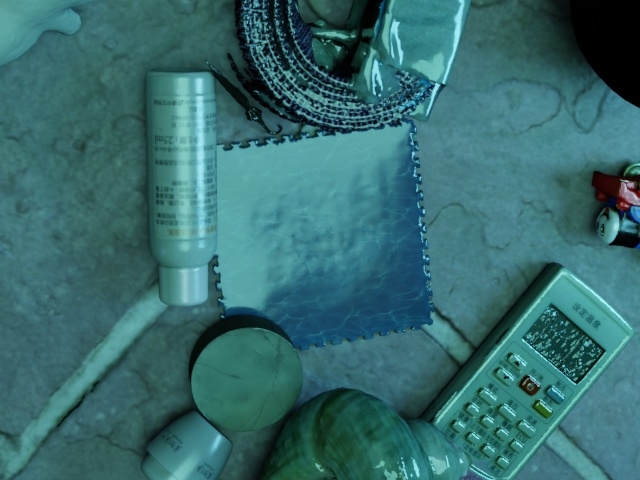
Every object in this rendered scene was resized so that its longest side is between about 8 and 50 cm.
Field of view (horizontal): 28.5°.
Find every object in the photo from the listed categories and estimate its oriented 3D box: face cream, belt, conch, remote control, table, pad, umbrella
[{"bbox_3d":[-0.156,0.255,1.482,0.091,0.091,0.095,43,83,-17],"label":"face cream"},{"bbox_3d":[0.038,-0.281,1.405,0.260,0.122,0.325,16,95,-8],"label":"belt"},{"bbox_3d":[0.044,0.278,1.476,0.277,0.195,0.220,-12,101,-10],"label":"conch"},{"bbox_3d":[0.237,0.198,1.580,0.145,0.050,0.344,39,90,-17],"label":"remote control"},{"bbox_3d":[-0.157,-0.058,1.423,0.082,0.082,0.269,-1,101,-13],"label":"face cream"},{"bbox_3d":[-0.089,0.157,1.493,0.133,0.043,0.133,-4,109,-10],"label":"table"},{"bbox_3d":[0.000,0.000,1.507,0.269,0.012,0.269,-11,104,-11],"label":"pad"},{"bbox_3d":[-0.091,-0.158,1.422,0.022,0.022,0.149,-27,138,23],"label":"umbrella"}]

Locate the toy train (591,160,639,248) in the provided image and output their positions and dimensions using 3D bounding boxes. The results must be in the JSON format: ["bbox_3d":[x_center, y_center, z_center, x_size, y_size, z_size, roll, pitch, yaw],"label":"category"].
[{"bbox_3d":[0.439,-0.023,1.565,0.204,0.083,0.131,8,101,-14],"label":"toy train"}]

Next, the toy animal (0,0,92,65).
[{"bbox_3d":[-0.330,-0.254,1.330,0.282,0.138,0.140,-41,100,22],"label":"toy animal"}]

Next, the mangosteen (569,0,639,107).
[{"bbox_3d":[0.412,-0.290,1.413,0.297,0.297,0.313,-31,69,-5],"label":"mangosteen"}]
